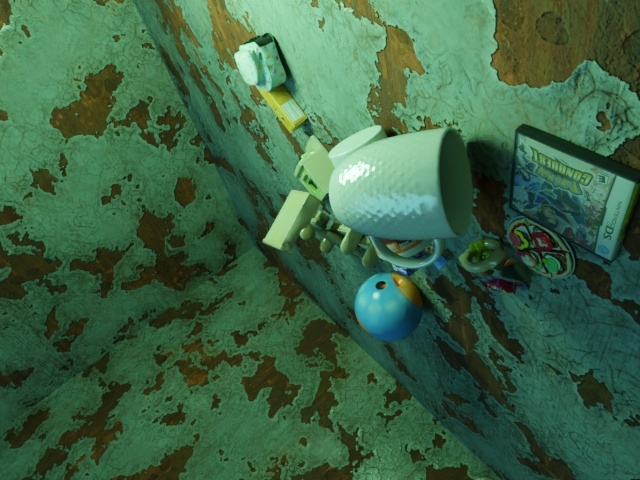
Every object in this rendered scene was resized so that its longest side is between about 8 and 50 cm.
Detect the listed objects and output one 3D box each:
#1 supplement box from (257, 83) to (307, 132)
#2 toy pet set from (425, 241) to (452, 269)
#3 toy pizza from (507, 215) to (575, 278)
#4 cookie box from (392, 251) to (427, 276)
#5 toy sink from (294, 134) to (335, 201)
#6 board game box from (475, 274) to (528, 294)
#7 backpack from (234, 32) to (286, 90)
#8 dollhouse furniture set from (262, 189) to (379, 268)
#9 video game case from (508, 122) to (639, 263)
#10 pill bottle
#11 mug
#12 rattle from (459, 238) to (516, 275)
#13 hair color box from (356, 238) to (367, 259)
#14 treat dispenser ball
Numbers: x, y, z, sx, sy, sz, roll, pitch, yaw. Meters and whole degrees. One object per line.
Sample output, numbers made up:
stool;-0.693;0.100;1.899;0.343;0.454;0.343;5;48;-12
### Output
supplement box;-0.153;-0.550;2.007;0.233;0.080;0.078;55;164;0
toy pet set;0.394;0.043;1.748;0.114;0.065;0.122;49;163;13
toy pizza;0.565;0.023;1.308;0.201;0.032;0.201;47;162;20
cookie box;0.338;0.080;1.897;0.091;0.107;0.040;25;146;56
toy sink;-0.021;-0.289;2.076;0.234;0.131;0.153;52;163;3
board game box;0.526;0.136;1.464;0.133;0.033;0.168;8;168;32
backpack;-0.219;-0.651;1.873;0.165;0.144;0.188;18;145;53
dollhouse furniture set;0.000;0.000;2.130;0.394;0.257;0.362;33;172;-31
video game case;0.544;-0.103;1.108;0.275;0.035;0.248;39;159;38
pill bottle;0.199;-0.150;1.606;0.392;0.224;0.224;59;162;-20
mug;0.215;-0.093;1.344;0.327;0.276;0.374;-3;115;33
rattle;0.498;0.085;1.431;0.199;0.130;0.143;26;138;62
hair color box;0.159;0.024;2.358;0.167;0.053;0.093;26;149;59
treat dispenser ball;0.287;0.279;2.119;0.288;0.288;0.288;47;162;20
